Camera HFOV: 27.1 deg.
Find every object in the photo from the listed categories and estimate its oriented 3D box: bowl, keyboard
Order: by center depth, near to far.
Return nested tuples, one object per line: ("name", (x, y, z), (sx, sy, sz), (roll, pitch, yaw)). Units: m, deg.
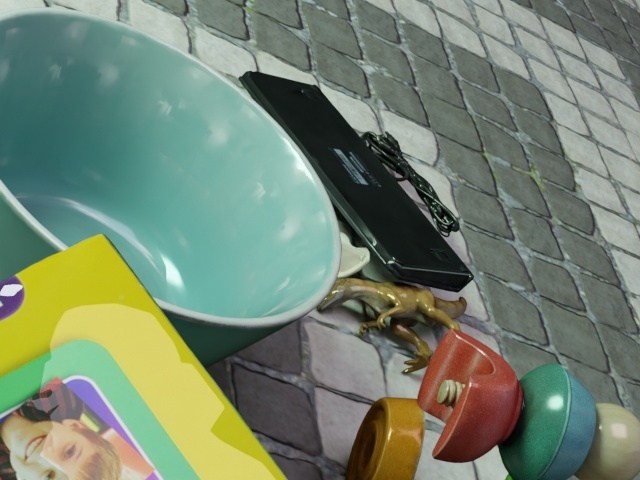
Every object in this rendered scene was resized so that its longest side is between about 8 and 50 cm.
("bowl", (-0.156, -0.009, 0.982), (0.311, 0.163, 0.311), (27, 34, -20))
("keyboard", (0.051, -0.061, 1.364), (0.201, 0.033, 0.317), (7, 37, -45))

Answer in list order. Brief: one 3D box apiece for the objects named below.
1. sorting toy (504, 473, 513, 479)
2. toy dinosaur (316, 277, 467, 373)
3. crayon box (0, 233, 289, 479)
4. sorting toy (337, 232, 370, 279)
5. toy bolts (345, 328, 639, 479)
("sorting toy", (0.171, 0.231, 1.115), (0.042, 0.061, 0.102), (44, 56, -18))
("toy dinosaur", (0.096, 0.065, 1.245), (0.211, 0.064, 0.112), (11, 40, -38))
("crayon box", (-0.169, 0.210, 0.608), (0.363, 0.106, 0.313), (-29, 70, -28))
("sorting toy", (0.000, 0.000, 1.254), (0.083, 0.045, 0.075), (26, 23, -12))
("toy bolts", (0.128, 0.176, 0.972), (0.158, 0.228, 0.218), (20, 25, -11))
